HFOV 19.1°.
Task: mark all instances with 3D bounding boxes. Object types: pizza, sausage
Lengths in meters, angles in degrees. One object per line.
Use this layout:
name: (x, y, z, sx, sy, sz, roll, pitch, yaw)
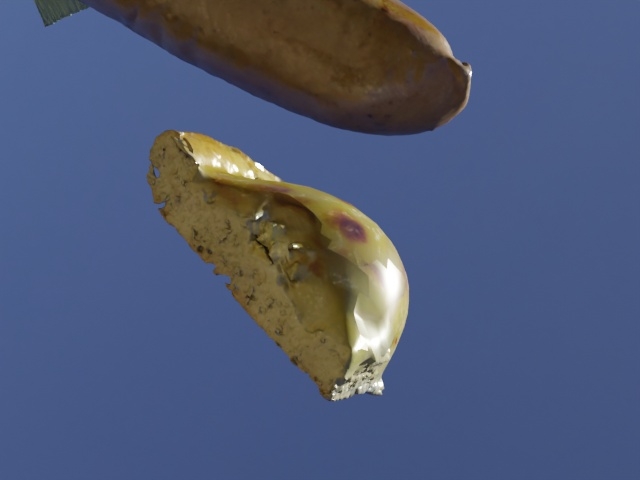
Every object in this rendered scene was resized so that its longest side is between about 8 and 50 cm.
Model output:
pizza: (0.002, 0.005, 1.186, 0.080, 0.204, 0.188, -44, -108, 15)
sausage: (-0.116, -0.216, 1.402, 0.123, 0.501, 0.136, -61, -176, -37)

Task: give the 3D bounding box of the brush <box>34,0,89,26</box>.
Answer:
brush: (-0.261, -0.298, 1.777, 0.083, 0.205, 0.011, -24, -143, -1)
